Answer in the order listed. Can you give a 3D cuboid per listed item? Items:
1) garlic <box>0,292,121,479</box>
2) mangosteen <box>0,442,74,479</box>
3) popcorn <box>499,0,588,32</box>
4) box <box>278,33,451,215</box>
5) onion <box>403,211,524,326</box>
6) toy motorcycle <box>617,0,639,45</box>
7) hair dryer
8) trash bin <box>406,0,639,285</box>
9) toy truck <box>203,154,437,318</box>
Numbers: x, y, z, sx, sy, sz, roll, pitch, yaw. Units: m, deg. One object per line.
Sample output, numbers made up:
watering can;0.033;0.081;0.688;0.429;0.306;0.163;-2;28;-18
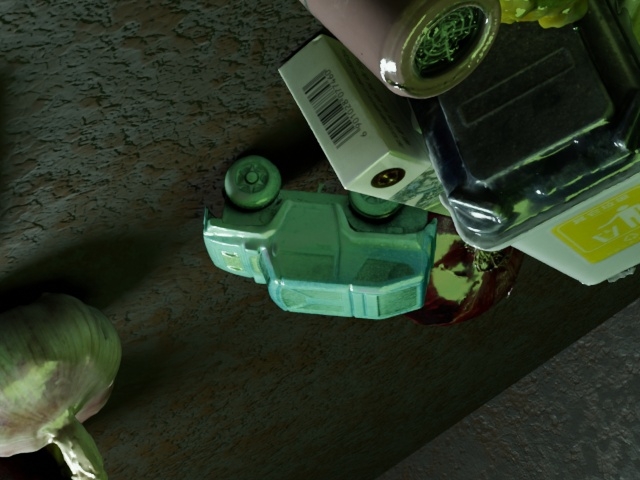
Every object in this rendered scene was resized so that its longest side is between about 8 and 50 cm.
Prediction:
garlic;-0.344;0.210;1.642;0.245;0.253;0.245;-29;167;-7
mangosteen;-0.472;0.417;1.904;0.330;0.330;0.330;-23;159;-10
popcorn;0.203;-0.296;1.214;0.218;0.169;0.189;-17;157;-36
box;0.078;-0.124;1.470;0.069;0.164;0.256;-38;157;23
onion;0.150;-0.005;1.779;0.281;0.281;0.221;55;55;-69
toy motorcycle;0.390;-0.279;1.560;0.223;0.108;0.340;-30;153;24
hair dryer;0.121;-0.309;1.082;0.352;0.210;0.125;-48;149;13
trash bin;0.275;-0.119;1.458;0.255;0.296;0.367;-30;150;19
toy truck;0.000;0.000;1.577;0.278;0.156;0.155;5;159;5
